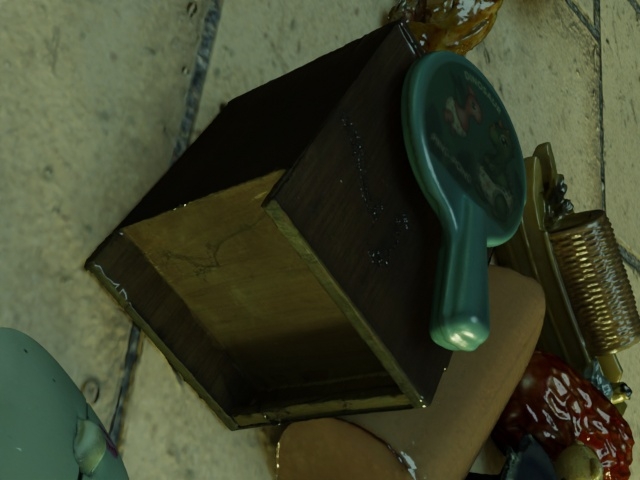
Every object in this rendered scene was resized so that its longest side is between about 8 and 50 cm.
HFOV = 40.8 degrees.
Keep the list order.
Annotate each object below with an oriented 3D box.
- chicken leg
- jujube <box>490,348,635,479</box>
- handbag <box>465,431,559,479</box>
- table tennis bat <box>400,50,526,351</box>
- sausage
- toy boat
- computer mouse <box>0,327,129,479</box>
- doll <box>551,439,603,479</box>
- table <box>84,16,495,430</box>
[{"bbox_3d":[0.112,-0.215,0.831,0.207,0.085,0.101,-48,157,-38],"label":"chicken leg"},{"bbox_3d":[0.219,0.175,0.812,0.176,0.109,0.112,41,13,-23],"label":"jujube"},{"bbox_3d":[0.149,0.359,0.634,0.329,0.122,0.303,56,33,-23],"label":"handbag"},{"bbox_3d":[0.086,-0.027,0.515,0.124,0.033,0.201,35,49,-35],"label":"table tennis bat"},{"bbox_3d":[0.079,0.112,0.651,0.253,0.123,0.123,-41,108,-48],"label":"sausage"},{"bbox_3d":[0.263,0.053,0.888,0.089,0.115,0.310,-27,98,-52],"label":"toy boat"},{"bbox_3d":[-0.152,0.152,0.351,0.159,0.097,0.288,61,29,-18],"label":"computer mouse"},{"bbox_3d":[0.226,0.220,0.738,0.093,0.051,0.061,61,1,-22],"label":"doll"},{"bbox_3d":[0.000,0.000,0.561,0.172,0.169,0.193,54,43,-22],"label":"table"}]
